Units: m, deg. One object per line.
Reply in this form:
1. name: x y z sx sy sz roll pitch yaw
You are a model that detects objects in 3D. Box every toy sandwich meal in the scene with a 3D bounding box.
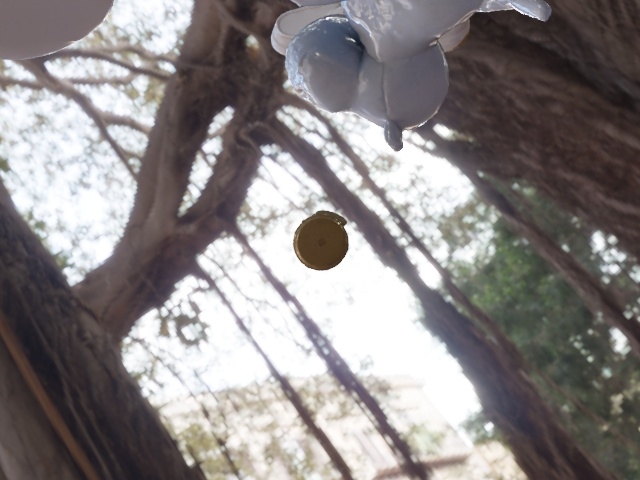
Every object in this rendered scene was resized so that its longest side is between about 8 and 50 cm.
1. toy sandwich meal: 0.000 0.000 1.397 0.086 0.085 0.029 -35 4 -7

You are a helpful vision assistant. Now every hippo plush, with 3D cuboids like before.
1. hippo plush: 0.080 -0.244 1.081 0.236 0.294 0.234 96 -171 -50

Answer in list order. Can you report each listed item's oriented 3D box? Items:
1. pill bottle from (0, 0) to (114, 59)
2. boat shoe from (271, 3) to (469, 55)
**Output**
1. pill bottle: -0.276 -0.306 0.854 0.161 0.283 0.161 -20 -16 -6
2. boat shoe: 0.066 -0.314 1.418 0.277 0.098 0.096 -5 -34 3
